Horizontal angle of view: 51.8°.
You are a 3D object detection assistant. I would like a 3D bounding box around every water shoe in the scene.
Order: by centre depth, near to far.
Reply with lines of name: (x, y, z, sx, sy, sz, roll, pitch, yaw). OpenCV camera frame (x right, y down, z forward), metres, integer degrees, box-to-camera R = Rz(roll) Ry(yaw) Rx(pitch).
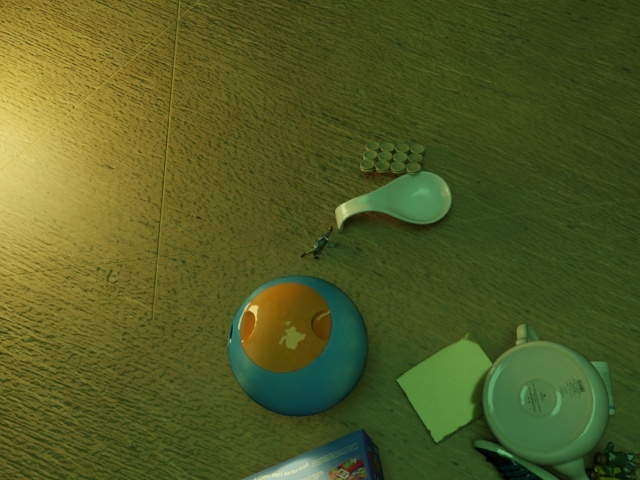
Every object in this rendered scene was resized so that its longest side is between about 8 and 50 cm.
water shoe: (0.394, 0.476, 1.330, 0.203, 0.073, 0.080, 27, 79, 16)

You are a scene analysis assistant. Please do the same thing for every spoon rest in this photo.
spoon rest: (0.170, -0.084, 1.545, 0.276, 0.084, 0.137, -14, 68, 3)

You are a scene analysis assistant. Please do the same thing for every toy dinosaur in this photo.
toy dinosaur: (0.000, 0.000, 1.563, 0.090, 0.047, 0.082, 4, 53, 19)

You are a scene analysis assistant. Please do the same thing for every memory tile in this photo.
memory tile: (0.175, -0.200, 1.597, 0.148, 0.012, 0.113, 6, 45, 11)

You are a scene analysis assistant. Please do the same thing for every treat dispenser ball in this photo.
treat dispenser ball: (-0.046, 0.215, 1.361, 0.288, 0.288, 0.288, -2, 71, 7)

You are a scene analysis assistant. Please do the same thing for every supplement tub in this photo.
supplement tub: (0.567, 0.309, 1.366, 0.071, 0.071, 0.107, -1, 71, 7)

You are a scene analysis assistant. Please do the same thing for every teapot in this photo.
teapot: (0.455, 0.323, 1.315, 0.253, 0.187, 0.256, 25, 86, 38)

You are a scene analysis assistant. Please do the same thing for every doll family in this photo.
doll family: (0.573, 0.498, 1.301, 0.111, 0.076, 0.193, 2, 74, 3)

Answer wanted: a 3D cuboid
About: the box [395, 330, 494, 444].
box: (0.289, 0.315, 1.426, 0.201, 0.021, 0.164, -31, 70, -4)

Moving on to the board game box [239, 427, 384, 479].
board game box: (-0.040, 0.535, 1.262, 0.347, 0.078, 0.233, -26, 33, 11)
